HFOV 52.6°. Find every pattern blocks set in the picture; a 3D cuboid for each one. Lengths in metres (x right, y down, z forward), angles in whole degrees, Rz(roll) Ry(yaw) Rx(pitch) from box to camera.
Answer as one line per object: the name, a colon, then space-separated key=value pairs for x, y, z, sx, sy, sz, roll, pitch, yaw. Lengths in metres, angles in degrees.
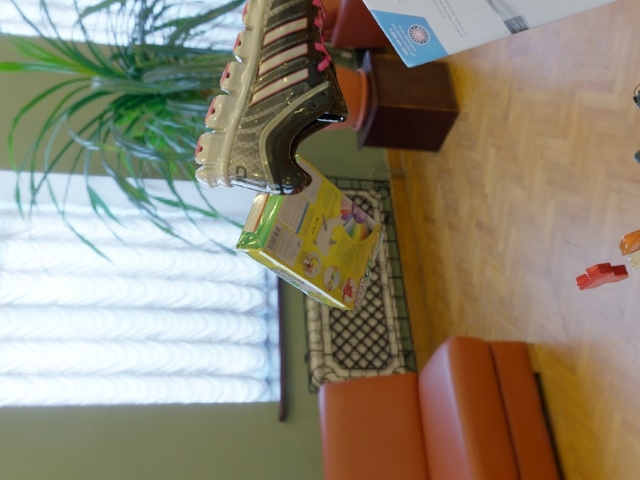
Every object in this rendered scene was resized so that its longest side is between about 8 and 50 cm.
pattern blocks set: x=0.560 y=0.005 z=0.946 sx=0.325 sy=0.285 sz=0.026 roll=106 pitch=157 yaw=-65

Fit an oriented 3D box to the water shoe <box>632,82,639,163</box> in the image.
water shoe: x=0.400 y=-0.179 z=0.744 sx=0.080 sy=0.073 sz=0.203 roll=9 pitch=110 yaw=40

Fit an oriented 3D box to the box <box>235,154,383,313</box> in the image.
box: x=0.000 y=0.000 z=0.669 sx=0.043 sy=0.179 sz=0.105 roll=5 pitch=68 yaw=42

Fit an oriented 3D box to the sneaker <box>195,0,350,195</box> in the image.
sneaker: x=-0.011 y=-0.101 z=0.379 sx=0.063 sy=0.075 sz=0.170 roll=-32 pitch=-37 yaw=-85

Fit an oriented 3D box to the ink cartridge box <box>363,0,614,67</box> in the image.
ink cartridge box: x=0.204 y=-0.384 z=0.839 sx=0.307 sy=0.223 sz=0.129 roll=-8 pitch=49 yaw=39
